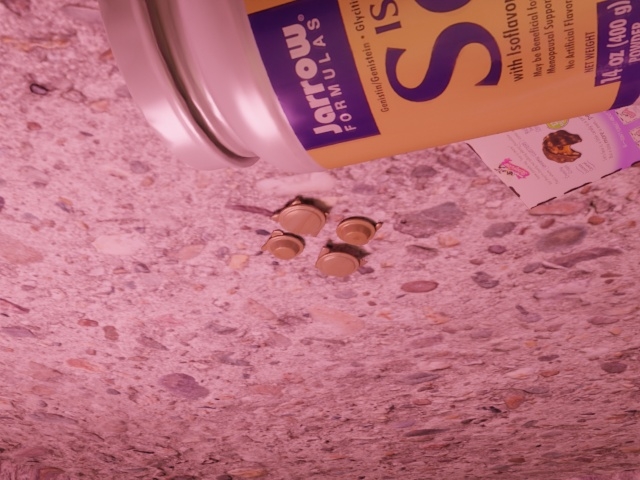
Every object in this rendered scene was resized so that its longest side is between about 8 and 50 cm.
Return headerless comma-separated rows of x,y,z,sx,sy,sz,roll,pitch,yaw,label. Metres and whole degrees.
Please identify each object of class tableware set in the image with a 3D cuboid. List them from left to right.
0.000,0.000,0.879,0.169,0.020,0.141,16,141,-19,tableware set

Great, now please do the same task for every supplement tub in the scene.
0.050,-0.179,0.416,0.332,0.240,0.241,-11,144,16,supplement tub

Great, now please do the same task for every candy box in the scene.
0.261,-0.132,0.632,0.196,0.070,0.165,-26,138,33,candy box
